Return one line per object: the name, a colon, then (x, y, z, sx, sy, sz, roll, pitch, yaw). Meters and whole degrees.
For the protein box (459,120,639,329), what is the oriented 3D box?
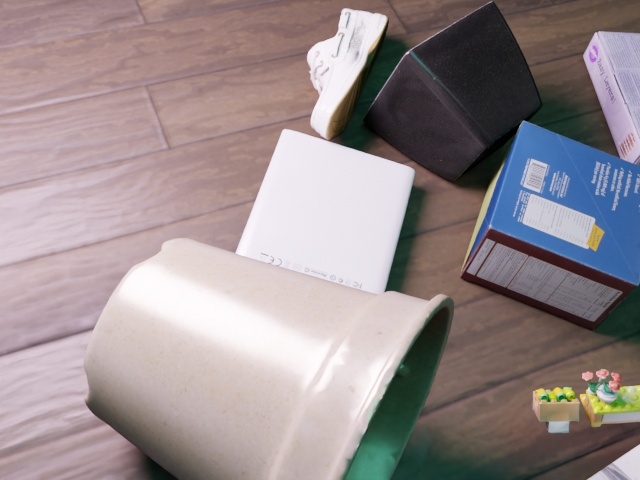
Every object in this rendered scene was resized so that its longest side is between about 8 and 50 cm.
protein box: (0.329, -0.021, 1.119, 0.201, 0.136, 0.199, 22, 58, 4)

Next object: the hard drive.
hard drive: (0.000, 0.000, 1.104, 0.203, 0.040, 0.307, 17, 58, 1)

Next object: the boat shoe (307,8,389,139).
boat shoe: (0.023, -0.260, 1.238, 0.096, 0.098, 0.277, 21, 49, 3)

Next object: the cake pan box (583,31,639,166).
cake pan box: (0.585, -0.234, 1.334, 0.246, 0.070, 0.266, -1, 60, -13)

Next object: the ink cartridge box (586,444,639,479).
ink cartridge box: (0.393, 0.342, 0.891, 0.283, 0.117, 0.207, -24, 46, -22)

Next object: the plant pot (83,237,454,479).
plant pot: (-0.066, 0.153, 0.863, 0.305, 0.333, 0.334, 23, 57, 17)

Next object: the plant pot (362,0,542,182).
plant pot: (0.207, -0.202, 1.189, 0.187, 0.188, 0.167, -36, 81, -27)

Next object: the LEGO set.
LEGO set: (0.389, 0.183, 0.901, 0.287, 0.107, 0.132, 21, 45, 26)
